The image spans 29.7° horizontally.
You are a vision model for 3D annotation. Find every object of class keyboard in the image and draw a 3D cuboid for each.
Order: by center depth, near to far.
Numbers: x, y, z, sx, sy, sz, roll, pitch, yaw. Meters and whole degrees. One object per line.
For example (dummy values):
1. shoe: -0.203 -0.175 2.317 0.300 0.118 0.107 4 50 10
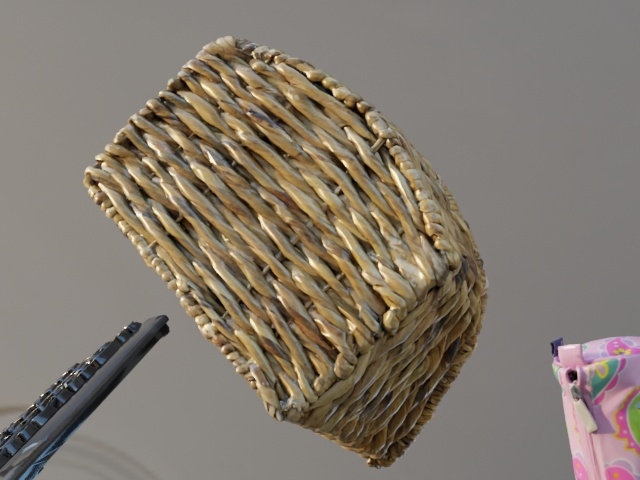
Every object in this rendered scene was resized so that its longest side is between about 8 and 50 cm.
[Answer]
1. keyboard: -0.195 0.150 0.582 0.033 0.317 0.201 45 -61 -3

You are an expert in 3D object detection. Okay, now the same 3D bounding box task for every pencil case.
1. pencil case: 0.297 0.232 1.170 0.124 0.284 0.124 -9 -1 0

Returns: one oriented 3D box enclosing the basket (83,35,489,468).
1. basket: 0.000 0.000 0.973 0.213 0.299 0.223 -45 -30 3
